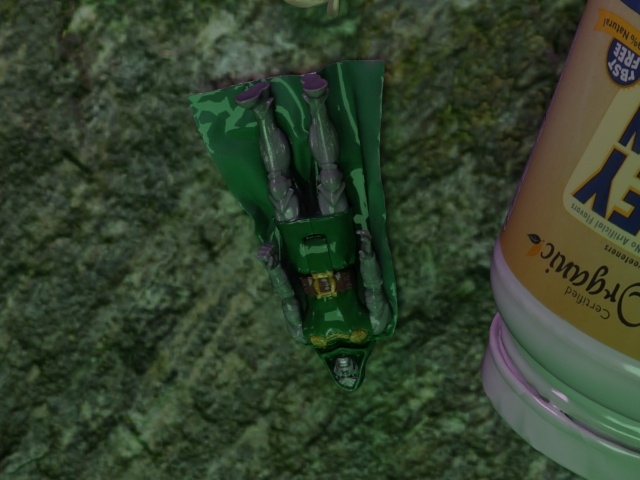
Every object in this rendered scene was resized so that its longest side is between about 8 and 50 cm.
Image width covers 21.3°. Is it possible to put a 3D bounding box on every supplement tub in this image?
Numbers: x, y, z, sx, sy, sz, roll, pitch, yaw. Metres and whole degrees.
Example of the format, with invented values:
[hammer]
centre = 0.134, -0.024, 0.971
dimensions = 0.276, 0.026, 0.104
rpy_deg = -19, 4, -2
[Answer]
[supplement tub]
centre = 0.234, -0.024, 1.003
dimensions = 0.228, 0.228, 0.316
rpy_deg = 20, 115, 6

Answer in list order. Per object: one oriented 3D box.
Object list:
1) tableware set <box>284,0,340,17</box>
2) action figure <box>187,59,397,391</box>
[tableware set]
centre = -0.039, -0.224, 1.111
dimensions = 0.168, 0.020, 0.141
rpy_deg = 15, 114, 9
[action figure]
centre = 0.000, 0.000, 1.172
dimensions = 0.137, 0.063, 0.232
rpy_deg = -8, 113, 15
